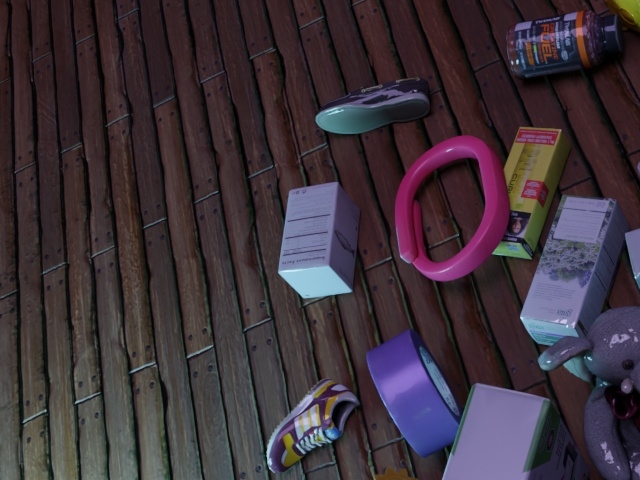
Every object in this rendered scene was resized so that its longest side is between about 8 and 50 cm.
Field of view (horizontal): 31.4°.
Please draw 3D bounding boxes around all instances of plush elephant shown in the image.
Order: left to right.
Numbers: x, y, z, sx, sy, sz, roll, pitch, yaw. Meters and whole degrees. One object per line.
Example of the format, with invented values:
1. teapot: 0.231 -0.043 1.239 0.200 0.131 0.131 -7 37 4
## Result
1. plush elephant: 0.461 0.197 1.586 0.272 0.255 0.330 -36 49 5

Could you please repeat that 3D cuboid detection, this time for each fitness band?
1. fitness band: 0.228 -0.058 1.975 0.209 0.054 0.290 -30 40 26

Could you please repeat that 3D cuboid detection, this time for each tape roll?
1. tape roll: 0.152 0.238 1.778 0.080 0.189 0.189 -31 50 8

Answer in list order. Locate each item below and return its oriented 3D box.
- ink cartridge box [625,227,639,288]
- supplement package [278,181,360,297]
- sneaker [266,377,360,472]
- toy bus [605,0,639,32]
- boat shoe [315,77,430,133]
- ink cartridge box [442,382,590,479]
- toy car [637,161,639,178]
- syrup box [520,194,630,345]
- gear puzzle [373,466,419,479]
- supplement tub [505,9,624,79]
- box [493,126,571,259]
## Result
1. ink cartridge box: 0.578 0.027 1.699 0.208 0.153 0.086 -19 50 17
2. supplement package: 0.000 0.000 2.073 0.105 0.105 0.179 -9 57 25
3. sneaker: -0.013 0.318 1.898 0.084 0.069 0.185 27 77 44
4. toy bus: 0.604 -0.472 2.033 0.220 0.149 0.211 -46 34 -7
5. boat shoe: 0.102 -0.264 2.208 0.228 0.081 0.068 -8 54 17
6. ink cartridge box: 0.272 0.350 1.581 0.117 0.278 0.201 8 65 30
7. toy car: 0.605 -0.148 1.821 0.136 0.159 0.182 -23 41 -32
8. syrup box: 0.409 0.051 1.816 0.093 0.096 0.236 8 65 35
9. gear puzzle: 0.052 0.489 1.727 0.176 0.044 0.339 27 60 6
10. supplement tub: 0.443 -0.357 2.056 0.198 0.106 0.106 -8 57 26
11. box: 0.353 -0.084 1.959 0.087 0.058 0.232 9 65 36
